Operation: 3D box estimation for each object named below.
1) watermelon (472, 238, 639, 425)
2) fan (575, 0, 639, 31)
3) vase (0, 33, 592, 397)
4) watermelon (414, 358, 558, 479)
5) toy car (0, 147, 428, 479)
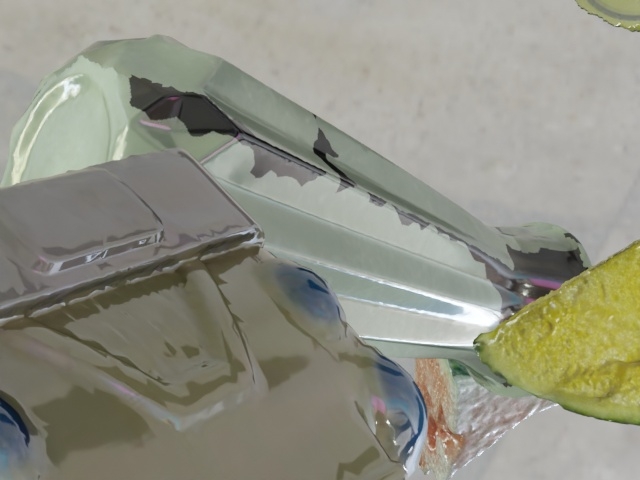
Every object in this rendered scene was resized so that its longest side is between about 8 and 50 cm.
[{"bbox_3d":[0.176,0.030,0.852,0.181,0.075,0.092,-36,94,29],"label":"watermelon"},{"bbox_3d":[0.250,-0.250,1.109,0.011,0.229,0.335,17,159,-31],"label":"fan"},{"bbox_3d":[0.000,0.000,1.016,0.360,0.165,0.165,17,144,-40],"label":"vase"},{"bbox_3d":[0.092,0.104,1.245,0.121,0.098,0.158,38,116,-25],"label":"watermelon"},{"bbox_3d":[-0.112,0.155,0.493,0.226,0.242,0.336,46,114,11],"label":"toy car"}]
